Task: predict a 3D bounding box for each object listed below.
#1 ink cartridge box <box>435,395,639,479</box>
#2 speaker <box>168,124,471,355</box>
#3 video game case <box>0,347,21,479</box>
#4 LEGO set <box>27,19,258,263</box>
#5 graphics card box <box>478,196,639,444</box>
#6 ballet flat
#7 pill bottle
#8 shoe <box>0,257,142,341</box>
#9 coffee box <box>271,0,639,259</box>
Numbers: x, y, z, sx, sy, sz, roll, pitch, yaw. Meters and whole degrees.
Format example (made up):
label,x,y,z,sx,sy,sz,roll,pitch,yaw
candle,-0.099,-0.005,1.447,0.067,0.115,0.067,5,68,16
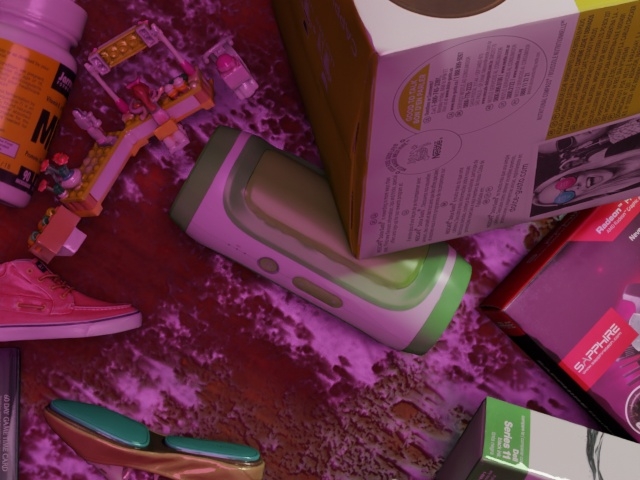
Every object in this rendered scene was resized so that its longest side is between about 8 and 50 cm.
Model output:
label,x,y,z,sx,sy,sz,roll,pitch,yaw
ink cartridge box,0.235,0.260,1.437,0.208,0.153,0.086,17,43,-6
speaker,0.000,0.000,1.442,0.297,0.131,0.131,29,83,-5
video game case,-0.434,0.200,1.382,0.274,0.026,0.196,-2,60,-7
LEGO set,-0.206,-0.116,1.403,0.287,0.132,0.107,-40,125,-3
graphics card box,0.382,0.117,1.501,0.371,0.094,0.233,45,82,-4
ballet flat,-0.174,0.224,1.432,0.232,0.080,0.073,16,99,-5
pill bottle,-0.313,-0.147,1.413,0.119,0.119,0.208,20,85,-6
shoe,-0.272,0.057,1.433,0.178,0.063,0.081,-3,92,-3
coffee box,0.146,-0.234,1.318,0.335,0.338,0.337,-13,62,-9
